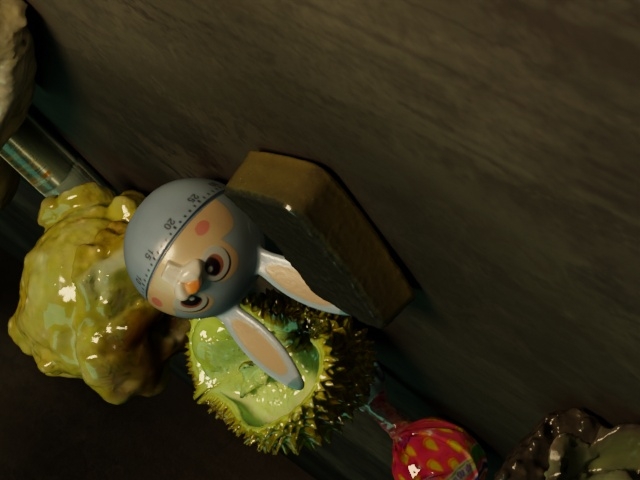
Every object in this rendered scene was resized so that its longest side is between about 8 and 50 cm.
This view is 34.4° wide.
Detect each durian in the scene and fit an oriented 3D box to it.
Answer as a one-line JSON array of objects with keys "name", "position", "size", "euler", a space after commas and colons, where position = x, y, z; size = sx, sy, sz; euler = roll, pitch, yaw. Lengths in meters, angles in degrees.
[{"name": "durian", "position": [-0.042, 0.154, 1.252], "size": [0.237, 0.200, 0.176], "euler": [14, -171, 42]}]

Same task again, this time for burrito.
[{"name": "burrito", "position": [-0.425, -0.177, 1.201], "size": [0.190, 0.135, 0.332], "euler": [-4, 172, -16]}]

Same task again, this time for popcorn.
[{"name": "popcorn", "position": [-0.289, 0.073, 1.469], "size": [0.312, 0.312, 0.312], "euler": [36, 164, 12]}]

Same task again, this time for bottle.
[{"name": "bottle", "position": [-0.437, -0.146, 1.533], "size": [0.286, 0.082, 0.082], "euler": [47, 162, -24]}]

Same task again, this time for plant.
[{"name": "plant", "position": [0.243, 0.231, 0.975], "size": [0.131, 0.142, 0.203], "euler": [45, 175, 14]}]

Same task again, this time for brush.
[{"name": "brush", "position": [0.000, 0.000, 1.003], "size": [0.123, 0.059, 0.197], "euler": [21, 156, 51]}]

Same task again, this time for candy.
[{"name": "candy", "position": [0.066, 0.216, 1.380], "size": [0.365, 0.124, 0.124], "euler": [42, 165, 17]}]

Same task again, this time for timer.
[{"name": "timer", "position": [-0.112, 0.039, 1.130], "size": [0.255, 0.175, 0.175], "euler": [47, 170, 32]}]

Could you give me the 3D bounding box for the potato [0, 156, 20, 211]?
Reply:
[{"name": "potato", "position": [-0.625, -0.151, 1.771], "size": [0.210, 0.173, 0.307], "euler": [31, 159, 22]}]
